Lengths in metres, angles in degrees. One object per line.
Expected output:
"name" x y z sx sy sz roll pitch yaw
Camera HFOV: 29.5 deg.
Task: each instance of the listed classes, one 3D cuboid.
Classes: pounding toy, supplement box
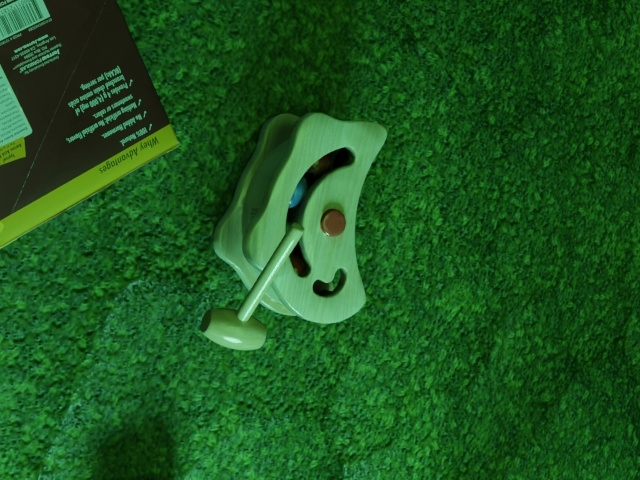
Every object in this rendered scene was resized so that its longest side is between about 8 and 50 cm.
"pounding toy" 0.000 0.000 1.202 0.154 0.155 0.269 29 79 -30
"supplement box" -0.257 -0.125 1.015 0.191 0.129 0.194 -34 115 -28
